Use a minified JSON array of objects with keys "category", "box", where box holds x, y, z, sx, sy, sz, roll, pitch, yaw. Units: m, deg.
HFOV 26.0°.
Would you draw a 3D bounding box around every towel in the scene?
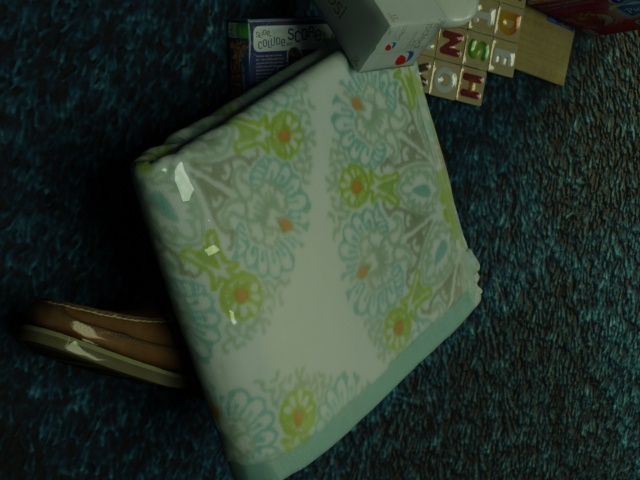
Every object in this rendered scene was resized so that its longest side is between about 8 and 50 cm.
[{"category":"towel","box":[0.000,0.000,1.292,0.374,0.090,0.320,-38,117,-43]}]

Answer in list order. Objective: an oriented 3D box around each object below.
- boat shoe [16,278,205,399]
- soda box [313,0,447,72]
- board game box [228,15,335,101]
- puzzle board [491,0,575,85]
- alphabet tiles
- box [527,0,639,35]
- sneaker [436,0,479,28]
[{"category":"boat shoe","box":[-0.145,0.083,1.272,0.307,0.111,0.104,23,79,-50]},{"category":"soda box","box":[0.024,-0.261,1.284,0.074,0.069,0.216,-14,64,-37]},{"category":"board game box","box":[-0.001,-0.157,1.385,0.201,0.035,0.136,-8,104,-39]},{"category":"puzzle board","box":[0.247,-0.239,1.596,0.128,0.011,0.096,12,89,-41]},{"category":"alphabet tiles","box":[0.150,-0.272,1.501,0.198,0.009,0.237,8,92,-37]},{"category":"box","box":[0.366,-0.313,1.513,0.123,0.257,0.128,17,79,-40]},{"category":"sneaker","box":[0.095,-0.295,1.379,0.232,0.115,0.090,44,73,-32]}]
